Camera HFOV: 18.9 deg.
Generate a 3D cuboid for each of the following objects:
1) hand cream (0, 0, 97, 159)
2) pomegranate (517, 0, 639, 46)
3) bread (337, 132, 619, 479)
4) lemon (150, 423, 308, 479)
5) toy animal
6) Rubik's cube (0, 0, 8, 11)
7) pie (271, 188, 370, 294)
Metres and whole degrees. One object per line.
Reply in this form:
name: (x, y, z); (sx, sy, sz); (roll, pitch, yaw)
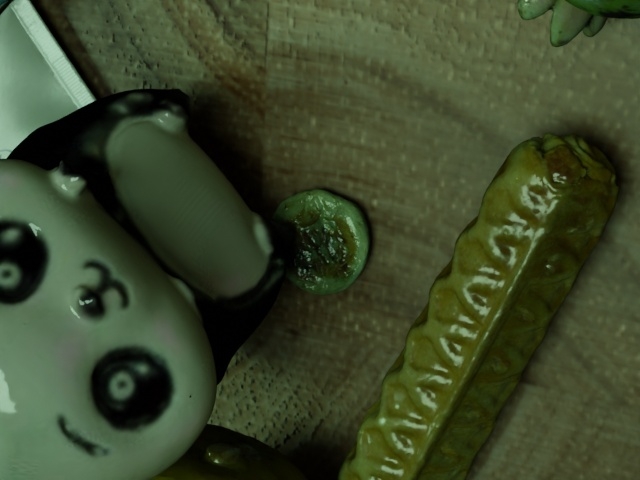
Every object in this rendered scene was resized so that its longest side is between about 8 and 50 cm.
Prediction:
hand cream: (-0.281, -0.068, 1.504); (0.248, 0.083, 0.133); (-36, 93, 21)
pomegranate: (0.183, -0.208, 1.180); (0.187, 0.187, 0.225); (44, 146, 8)
bread: (0.103, 0.082, 1.357); (0.084, 0.077, 0.367); (35, 119, 17)
lemon: (-0.096, 0.240, 1.410); (0.240, 0.240, 0.219); (28, 112, 16)
toy animal: (-0.174, 0.056, 1.332); (0.251, 0.310, 0.251); (14, 122, 23)
Rubik's cube: (-0.287, -0.188, 1.461); (0.084, 0.075, 0.073); (-39, 90, 31)
pie: (0.000, 0.000, 1.413); (0.085, 0.017, 0.085); (10, 112, 26)
